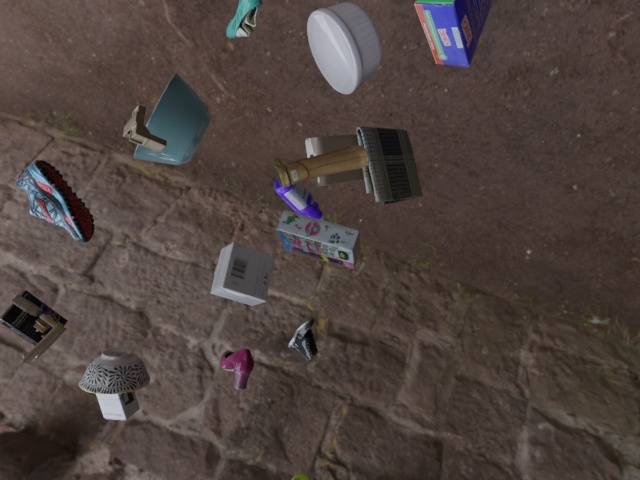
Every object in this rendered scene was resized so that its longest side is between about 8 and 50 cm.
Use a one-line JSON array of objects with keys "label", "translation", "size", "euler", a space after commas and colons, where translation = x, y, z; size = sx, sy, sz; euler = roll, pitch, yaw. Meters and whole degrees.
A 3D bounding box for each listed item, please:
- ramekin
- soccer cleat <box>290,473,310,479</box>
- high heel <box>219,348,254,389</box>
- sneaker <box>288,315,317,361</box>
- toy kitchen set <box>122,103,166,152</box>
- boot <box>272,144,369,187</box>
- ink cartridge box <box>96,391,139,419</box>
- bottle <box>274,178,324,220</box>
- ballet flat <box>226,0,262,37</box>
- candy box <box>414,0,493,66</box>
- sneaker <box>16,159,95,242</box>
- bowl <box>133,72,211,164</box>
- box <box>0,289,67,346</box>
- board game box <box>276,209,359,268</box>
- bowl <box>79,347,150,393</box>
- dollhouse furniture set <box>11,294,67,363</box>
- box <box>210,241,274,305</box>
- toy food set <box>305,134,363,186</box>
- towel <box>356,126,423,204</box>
[{"label": "ramekin", "translation": [0.083, -0.618, 1.382], "size": [0.273, 0.127, 0.273], "euler": [53, 168, 17]}, {"label": "soccer cleat", "translation": [-0.071, 0.812, 1.205], "size": [0.093, 0.289, 0.121], "euler": [4, 145, -1]}, {"label": "high heel", "translation": [-0.385, 0.542, 2.047], "size": [0.127, 0.181, 0.377], "euler": [10, -177, -26]}, {"label": "sneaker", "translation": [-0.045, 0.406, 1.793], "size": [0.118, 0.083, 0.222], "euler": [39, 134, 12]}, {"label": "toy kitchen set", "translation": [-0.407, -0.251, 1.009], "size": [0.068, 0.083, 0.075], "euler": [-25, 149, 38]}, {"label": "boot", "translation": [-0.006, -0.239, 1.375], "size": [0.236, 0.269, 0.089], "euler": [-120, 15, -65]}, {"label": "ink cartridge box", "translation": [-0.780, 0.582, 1.651], "size": [0.127, 0.072, 0.175], "euler": [-7, 101, 25]}, {"label": "bottle", "translation": [-0.087, -0.182, 1.963], "size": [0.092, 0.118, 0.283], "euler": [-25, 129, 26]}, {"label": "ballet flat", "translation": [-0.280, -0.810, 1.603], "size": [0.087, 0.083, 0.247], "euler": [50, 147, -5]}, {"label": "candy box", "translation": [0.411, -0.725, 1.266], "size": [0.122, 0.317, 0.268], "euler": [17, 172, 30]}, {"label": "sneaker", "translation": [-0.770, -0.095, 1.263], "size": [0.262, 0.125, 0.104], "euler": [58, -173, -6]}, {"label": "bowl", "translation": [-0.479, -0.377, 1.454], "size": [0.163, 0.312, 0.311], "euler": [27, 154, -23]}, {"label": "box", "translation": [-0.879, 0.247, 1.335], "size": [0.029, 0.116, 0.162], "euler": [-22, 125, 25]}, {"label": "board game box", "translation": [0.000, 0.000, 1.717], "size": [0.303, 0.098, 0.224], "euler": [16, 161, 13]}, {"label": "bowl", "translation": [-0.531, 0.329, 1.132], "size": [0.170, 0.080, 0.170], "euler": [6, -178, 0]}, {"label": "dollhouse furniture set", "translation": [-0.835, 0.254, 1.234], "size": [0.151, 0.123, 0.144], "euler": [39, 155, -4]}, {"label": "box", "translation": [-0.287, 0.128, 1.611], "size": [0.181, 0.181, 0.119], "euler": [23, 153, -29]}, {"label": "toy food set", "translation": [0.072, -0.378, 2.047], "size": [0.092, 0.306, 0.220], "euler": [2, 103, 51]}, {"label": "towel", "translation": [0.290, -0.313, 1.819], "size": [0.312, 0.324, 0.056], "euler": [-10, 175, -41]}]
